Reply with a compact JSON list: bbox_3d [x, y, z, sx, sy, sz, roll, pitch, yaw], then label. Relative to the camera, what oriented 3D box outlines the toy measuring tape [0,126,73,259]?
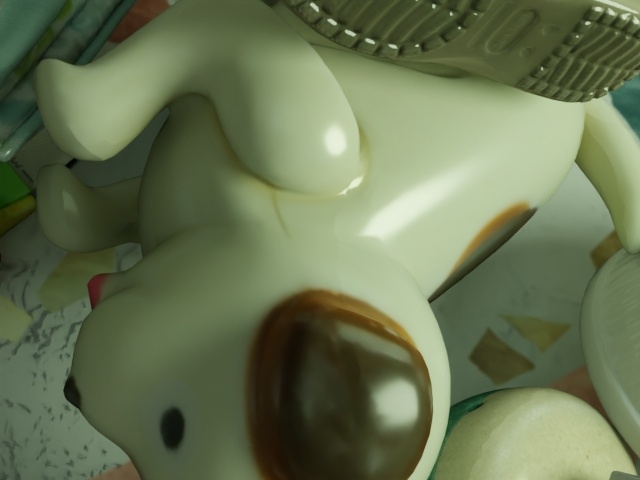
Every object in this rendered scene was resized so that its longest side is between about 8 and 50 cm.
[{"bbox_3d":[-0.245,-0.047,0.771,0.330,0.121,0.121,-39,79,-10],"label":"toy measuring tape"}]

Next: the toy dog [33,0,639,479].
[{"bbox_3d":[0.000,0.000,0.657,0.395,0.284,0.408,32,55,-13],"label":"toy dog"}]

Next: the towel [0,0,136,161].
[{"bbox_3d":[-0.258,-0.235,0.713,0.320,0.090,0.374,19,61,19],"label":"towel"}]

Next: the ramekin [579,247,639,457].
[{"bbox_3d":[0.295,0.069,0.712,0.207,0.109,0.207,15,53,-21],"label":"ramekin"}]

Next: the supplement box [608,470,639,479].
[{"bbox_3d":[0.259,0.251,0.658,0.239,0.073,0.130,32,73,-34],"label":"supplement box"}]

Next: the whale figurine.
[{"bbox_3d":[0.144,0.234,0.708,0.216,0.141,0.272,-30,100,-39],"label":"whale figurine"}]

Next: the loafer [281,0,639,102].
[{"bbox_3d":[0.067,-0.148,0.537,0.268,0.102,0.092,17,45,-37],"label":"loafer"}]
